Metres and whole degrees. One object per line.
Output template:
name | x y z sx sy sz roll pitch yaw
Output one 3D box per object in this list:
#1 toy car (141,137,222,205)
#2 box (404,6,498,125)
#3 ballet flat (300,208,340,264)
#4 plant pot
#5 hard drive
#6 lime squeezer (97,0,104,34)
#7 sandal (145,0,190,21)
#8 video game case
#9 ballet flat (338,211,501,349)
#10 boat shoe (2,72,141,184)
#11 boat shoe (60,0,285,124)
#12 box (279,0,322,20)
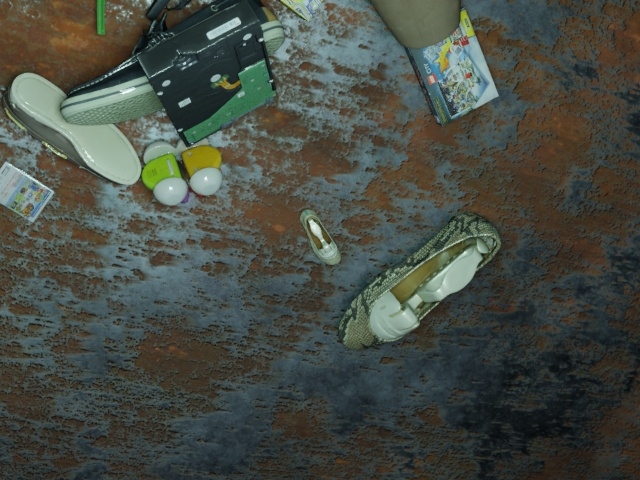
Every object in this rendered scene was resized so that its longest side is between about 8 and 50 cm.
toy car | -0.307 -0.144 1.859 0.182 0.159 0.136 -17 149 -11
box | 0.308 -0.412 1.961 0.159 0.044 0.233 -28 112 -4
ballet flat | 0.000 0.000 2.014 0.057 0.052 0.168 -34 112 -2
plant pot | 0.207 -0.552 1.801 0.263 0.263 0.229 -29 128 -3
hard drive | -0.216 -0.327 1.672 0.237 0.339 0.064 -29 74 -4
lime squeezer | -0.418 -0.585 1.707 0.110 0.059 0.310 34 109 5
sandal | -0.267 -0.549 1.747 0.254 0.097 0.054 -42 112 2
video game case | -0.669 -0.107 1.836 0.122 0.011 0.087 35 96 -21
ballet flat | 0.248 0.118 2.044 0.483 0.182 0.164 -40 113 1
boat shoe | -0.536 -0.226 1.786 0.324 0.097 0.116 38 55 -25
boat shoe | -0.321 -0.386 1.743 0.500 0.187 0.156 -28 89 -10
box | -0.081 -0.556 1.814 0.169 0.054 0.059 33 97 -20
